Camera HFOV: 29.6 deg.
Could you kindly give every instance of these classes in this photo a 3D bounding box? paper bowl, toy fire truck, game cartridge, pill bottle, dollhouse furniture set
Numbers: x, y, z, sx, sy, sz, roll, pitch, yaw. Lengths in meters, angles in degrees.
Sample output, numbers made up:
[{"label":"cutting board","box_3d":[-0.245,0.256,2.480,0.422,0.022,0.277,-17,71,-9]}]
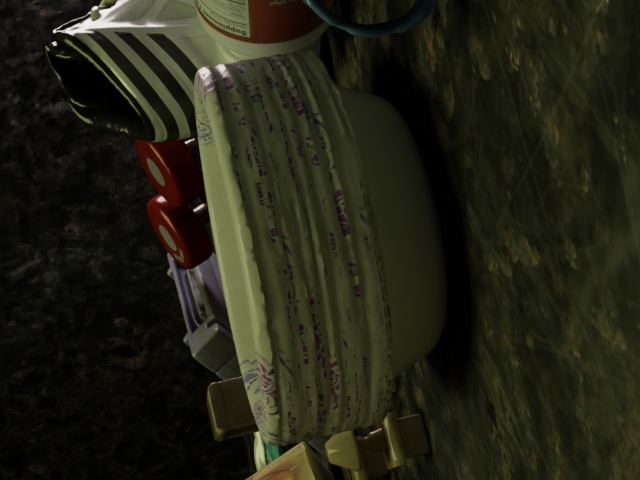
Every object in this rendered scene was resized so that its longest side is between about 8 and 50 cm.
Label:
[{"label":"paper bowl","box_3d":[0.000,0.000,0.903,0.284,0.148,0.284,168,90,-82]},{"label":"toy fire truck","box_3d":[-0.073,-0.035,1.413,0.254,0.169,0.302,46,157,27]},{"label":"game cartridge","box_3d":[-0.088,0.129,1.564,0.230,0.068,0.355,45,-175,-21]},{"label":"pill bottle","box_3d":[-0.045,-0.229,0.987,0.216,0.121,0.121,90,166,-55]},{"label":"dollhouse furniture set","box_3d":[0.012,0.297,1.142,0.303,0.174,0.355,112,146,-76]}]

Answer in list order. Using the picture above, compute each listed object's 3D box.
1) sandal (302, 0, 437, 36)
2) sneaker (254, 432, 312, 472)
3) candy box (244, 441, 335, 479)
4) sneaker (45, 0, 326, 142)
[{"label":"sandal","box_3d":[0.000,-0.235,0.697,0.138,0.126,0.317,84,172,-56]},{"label":"sneaker","box_3d":[-0.060,0.274,1.943,0.110,0.107,0.275,-17,89,62]},{"label":"candy box","box_3d":[-0.042,0.428,1.600,0.087,0.183,0.316,52,-174,-28]},{"label":"sneaker","box_3d":[-0.165,-0.270,1.252,0.169,0.258,0.447,87,168,-46]}]
